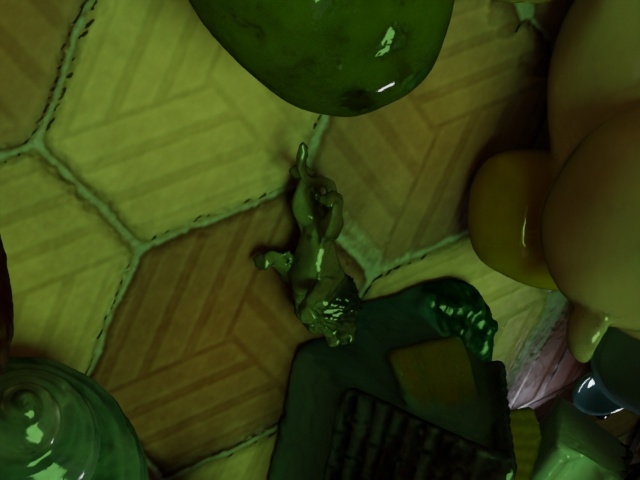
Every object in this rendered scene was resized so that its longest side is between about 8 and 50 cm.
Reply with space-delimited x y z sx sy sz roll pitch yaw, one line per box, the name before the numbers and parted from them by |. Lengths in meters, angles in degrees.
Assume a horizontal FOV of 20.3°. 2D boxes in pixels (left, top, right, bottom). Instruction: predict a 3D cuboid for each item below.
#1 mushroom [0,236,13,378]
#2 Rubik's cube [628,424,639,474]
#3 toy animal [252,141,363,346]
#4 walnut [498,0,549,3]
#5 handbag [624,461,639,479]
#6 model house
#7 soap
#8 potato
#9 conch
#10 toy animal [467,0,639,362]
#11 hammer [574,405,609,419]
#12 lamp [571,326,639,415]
mushroom | -0.347 0.045 1.099 0.331 0.356 0.334 -36 96 2
Rubik's cube | 0.529 0.212 1.926 0.260 0.255 0.259 0 120 -41
toy animal | -0.011 0.008 1.457 0.086 0.069 0.220 -44 146 -33
walnut | 0.162 -0.250 1.355 0.166 0.149 0.166 -29 168 -6
handbag | 0.415 0.326 1.712 0.180 0.316 0.416 -41 168 -45
model house | 0.112 0.221 1.579 0.230 0.249 0.281 -13 128 -35
soap | 0.193 0.289 1.760 0.261 0.094 0.150 -55 176 17
potato | -0.005 -0.199 1.245 0.186 0.148 0.253 -46 133 -27
conch | -0.234 0.187 1.332 0.220 0.195 0.277 12 142 -15
toy animal | 0.315 -0.056 1.516 0.277 0.247 0.345 19 107 -24
hammer | 0.228 0.190 1.832 0.178 0.021 0.065 -23 133 -23
lamp | 0.375 0.069 1.757 0.209 0.147 0.284 10 109 -20
